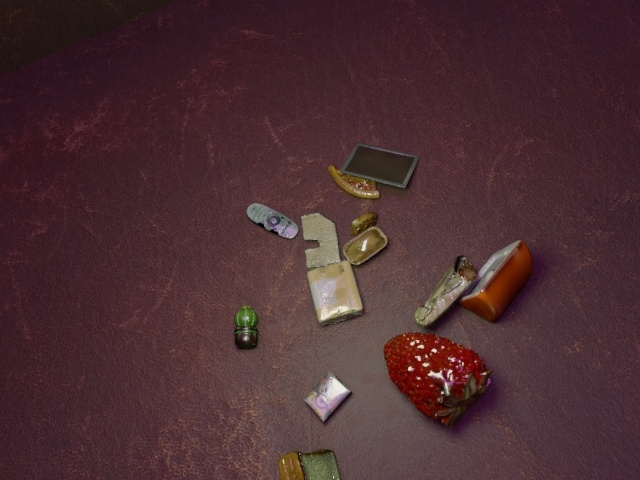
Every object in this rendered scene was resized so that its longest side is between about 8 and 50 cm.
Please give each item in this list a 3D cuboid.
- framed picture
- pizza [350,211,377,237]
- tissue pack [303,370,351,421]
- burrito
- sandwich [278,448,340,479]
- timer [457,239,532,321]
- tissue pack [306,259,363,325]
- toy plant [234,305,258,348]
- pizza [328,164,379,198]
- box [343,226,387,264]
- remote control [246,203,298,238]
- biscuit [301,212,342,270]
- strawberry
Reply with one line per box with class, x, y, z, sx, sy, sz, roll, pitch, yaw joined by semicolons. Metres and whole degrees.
framed picture;0.255;-0.325;2.074;0.293;0.018;0.231;17;50;17
pizza;0.176;-0.061;1.968;0.175;0.134;0.046;-25;67;-44
tissue pack;0.027;0.563;1.744;0.148;0.060;0.108;-45;68;-9
burrito;0.468;0.186;1.768;0.107;0.175;0.348;43;78;-2
sandwich;-0.017;0.800;1.532;0.095;0.273;0.249;-24;63;16
timer;0.629;0.140;1.710;0.161;0.250;0.257;38;78;22
tissue pack;0.055;0.203;1.879;0.186;0.090;0.222;-15;65;2
toy plant;-0.291;0.336;1.888;0.092;0.093;0.162;-9;63;7
pizza;0.149;-0.260;2.083;0.134;0.056;0.271;-42;65;-9
box;0.179;0.025;1.927;0.177;0.111;0.111;-35;65;-6
remote control;-0.209;-0.082;2.080;0.256;0.045;0.097;30;76;18
biscuit;0.000;0.000;2.002;0.147;0.046;0.250;-13;66;6
strawberry;0.393;0.429;1.643;0.292;0.292;0.343;-36;51;-6
